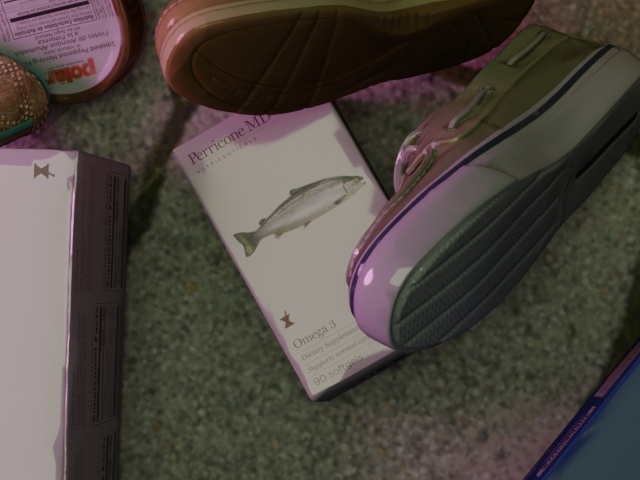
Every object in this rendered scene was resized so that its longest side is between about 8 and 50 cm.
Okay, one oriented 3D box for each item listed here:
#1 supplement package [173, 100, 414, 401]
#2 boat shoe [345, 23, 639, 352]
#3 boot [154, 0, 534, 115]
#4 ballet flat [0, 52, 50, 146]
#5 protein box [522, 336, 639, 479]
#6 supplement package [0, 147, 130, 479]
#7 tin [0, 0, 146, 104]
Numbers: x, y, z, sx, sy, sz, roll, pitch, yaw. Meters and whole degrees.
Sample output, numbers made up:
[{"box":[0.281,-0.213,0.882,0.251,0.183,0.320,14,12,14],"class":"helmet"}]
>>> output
[{"box":[0.000,0.000,1.155,0.105,0.105,0.179,-31,82,3],"class":"supplement package"},{"box":[0.095,-0.036,1.098,0.094,0.302,0.109,27,132,23],"class":"boat shoe"},{"box":[-0.018,-0.189,1.106,0.262,0.095,0.203,-16,64,-33],"class":"boot"},{"box":[-0.275,-0.115,1.194,0.206,0.073,0.067,22,44,20],"class":"ballet flat"},{"box":[0.200,0.152,1.072,0.136,0.201,0.200,39,90,8],"class":"protein box"},{"box":[-0.237,0.074,1.146,0.204,0.145,0.261,2,88,6],"class":"supplement package"},{"box":[-0.181,-0.179,1.186,0.106,0.040,0.189,-10,110,19],"class":"tin"}]
